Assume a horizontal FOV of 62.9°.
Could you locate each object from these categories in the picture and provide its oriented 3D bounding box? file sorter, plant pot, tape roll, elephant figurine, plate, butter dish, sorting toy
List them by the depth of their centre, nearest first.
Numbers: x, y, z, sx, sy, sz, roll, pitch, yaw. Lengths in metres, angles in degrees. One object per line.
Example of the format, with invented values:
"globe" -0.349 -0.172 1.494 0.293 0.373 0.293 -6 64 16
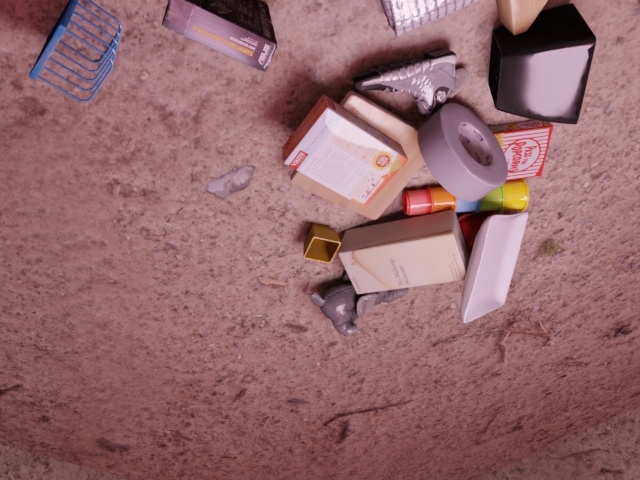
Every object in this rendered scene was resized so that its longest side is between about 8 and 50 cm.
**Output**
"file sorter" -0.444 -0.356 0.968 0.104 0.170 0.118 30 121 -35
"plant pot" 0.452 -0.366 1.108 0.167 0.188 0.187 -3 134 9
"tape roll" 0.320 -0.199 1.173 0.219 0.219 0.072 24 140 -27
"sorting toy" 0.097 -0.207 1.246 0.255 0.089 0.257 22 125 -26
"plate" 0.447 0.058 1.366 0.278 0.045 0.277 -7 111 -50
"plant pot" 0.000 0.000 1.420 0.081 0.083 0.081 12 129 -19
"butter dish" 0.429 0.007 1.452 0.160 0.118 0.160 -10 142 -36
"elephant figurine" 0.123 0.158 1.562 0.239 0.186 0.169 -35 85 8

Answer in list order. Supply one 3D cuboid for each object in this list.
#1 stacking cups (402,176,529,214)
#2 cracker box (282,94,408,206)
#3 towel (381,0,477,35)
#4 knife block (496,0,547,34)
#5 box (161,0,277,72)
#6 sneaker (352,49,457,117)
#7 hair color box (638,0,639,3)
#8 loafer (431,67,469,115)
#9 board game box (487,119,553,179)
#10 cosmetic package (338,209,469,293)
"stacking cups" 0.379 -0.105 1.386 0.316 0.096 0.096 -7 133 0
"cracker box" 0.053 -0.190 1.147 0.232 0.067 0.156 26 122 -30
"towel" 0.193 -0.550 0.935 0.235 0.121 0.284 -19 134 10
"knife block" 0.352 -0.560 0.969 0.242 0.088 0.276 15 128 -20
"box" -0.176 -0.400 0.928 0.183 0.231 0.056 17 124 -24
"sneaker" 0.192 -0.323 1.143 0.228 0.086 0.132 -14 120 3
"hair color box" 0.696 -0.495 1.017 0.339 0.185 0.110 32 121 -31
"loafer" 0.289 -0.341 1.196 0.045 0.039 0.125 44 117 4
"board game box" 0.471 -0.222 1.321 0.193 0.045 0.147 -9 131 -2
"cosmetic package" 0.223 0.035 1.397 0.309 0.113 0.160 -12 124 25
